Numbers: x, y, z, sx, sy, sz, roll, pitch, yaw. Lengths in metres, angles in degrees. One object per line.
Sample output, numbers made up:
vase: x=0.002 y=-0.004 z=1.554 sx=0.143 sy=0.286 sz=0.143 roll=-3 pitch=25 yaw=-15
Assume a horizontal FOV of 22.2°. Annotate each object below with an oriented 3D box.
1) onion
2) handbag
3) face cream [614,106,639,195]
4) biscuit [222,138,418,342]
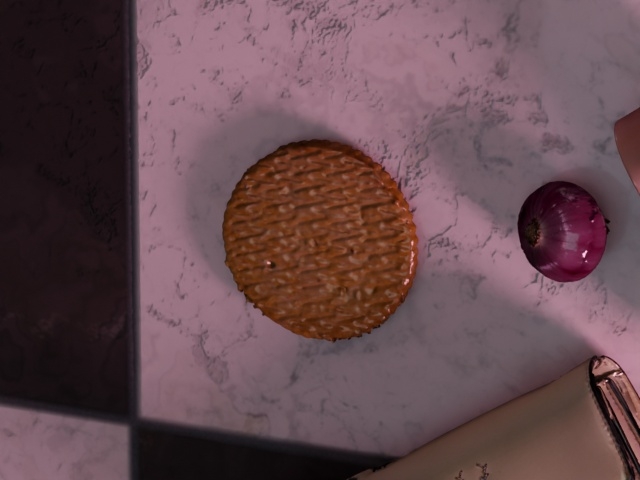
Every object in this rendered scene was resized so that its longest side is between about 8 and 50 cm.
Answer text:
onion: x=0.273 y=-0.011 z=1.809 sx=0.115 sy=0.104 sz=0.115 roll=171 pitch=90 yaw=-67
handbag: x=0.225 y=0.309 z=1.868 sx=0.358 sy=0.160 sz=0.237 roll=-31 pitch=82 yaw=27
face cream: x=0.390 y=-0.087 z=1.705 sx=0.104 sy=0.149 sz=0.149 roll=-31 pitch=90 yaw=25
biscuit: x=0.000 y=0.000 z=1.953 sx=0.254 sy=0.035 sz=0.254 roll=6 pitch=105 yaw=23
